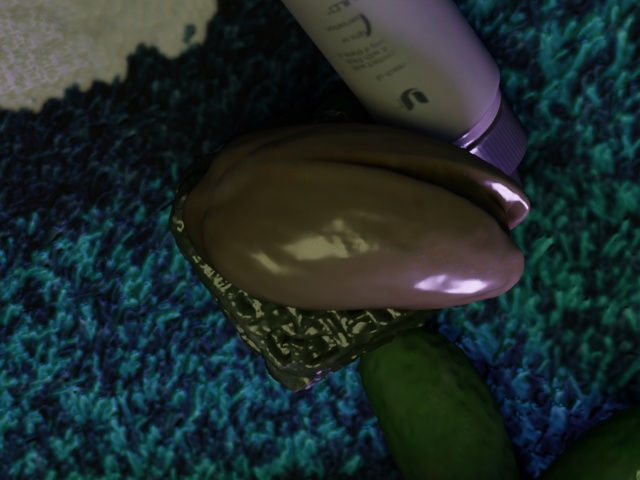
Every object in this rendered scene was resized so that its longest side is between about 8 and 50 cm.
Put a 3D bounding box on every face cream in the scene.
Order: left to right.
[{"bbox_3d":[0.054,-0.127,1.284,0.092,0.092,0.311,-25,131,21],"label":"face cream"}]

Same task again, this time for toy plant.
[{"bbox_3d":[0.148,0.244,1.368,0.317,0.356,0.211,12,143,8],"label":"toy plant"}]

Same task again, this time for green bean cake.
[{"bbox_3d":[0.000,0.000,1.388,0.181,0.094,0.173,-28,107,22],"label":"green bean cake"}]

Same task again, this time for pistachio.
[{"bbox_3d":[0.024,-0.011,1.267,0.226,0.136,0.136,5,118,-5],"label":"pistachio"}]
